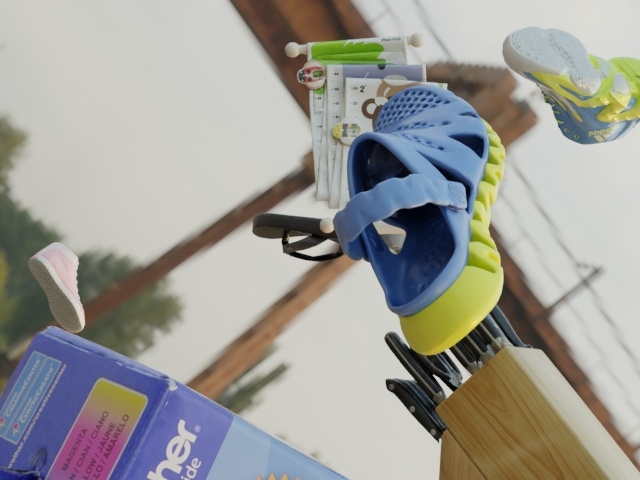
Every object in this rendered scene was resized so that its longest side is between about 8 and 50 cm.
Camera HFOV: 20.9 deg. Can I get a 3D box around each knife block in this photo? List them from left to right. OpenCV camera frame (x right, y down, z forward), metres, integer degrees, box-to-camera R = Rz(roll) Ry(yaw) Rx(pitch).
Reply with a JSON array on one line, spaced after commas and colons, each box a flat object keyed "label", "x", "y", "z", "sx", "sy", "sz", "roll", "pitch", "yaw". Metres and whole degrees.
[{"label": "knife block", "x": 0.191, "y": 0.148, "z": 1.589, "sx": 0.275, "sy": 0.242, "sz": 0.088, "roll": 3, "pitch": -3, "yaw": 30}]

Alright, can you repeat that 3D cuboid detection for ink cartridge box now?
[{"label": "ink cartridge box", "x": -0.092, "y": 0.232, "z": 1.009, "sx": 0.395, "sy": 0.270, "sz": 0.151, "roll": 33, "pitch": -12, "yaw": -37}]

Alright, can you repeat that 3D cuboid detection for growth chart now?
[{"label": "growth chart", "x": 0.063, "y": -0.112, "z": 1.816, "sx": 0.021, "sy": 0.172, "sz": 0.237, "roll": 74, "pitch": 6, "yaw": -72}]

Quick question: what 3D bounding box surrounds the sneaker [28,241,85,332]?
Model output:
[{"label": "sneaker", "x": -0.367, "y": 0.063, "z": 2.510, "sx": 0.051, "sy": 0.070, "sz": 0.134, "roll": -10, "pitch": -64, "yaw": 35}]

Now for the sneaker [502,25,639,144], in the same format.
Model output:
[{"label": "sneaker", "x": 0.294, "y": -0.166, "z": 2.027, "sx": 0.126, "sy": 0.240, "sz": 0.091, "roll": -51, "pitch": -145, "yaw": 40}]

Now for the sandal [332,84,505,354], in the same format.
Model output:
[{"label": "sandal", "x": 0.078, "y": -0.050, "z": 1.479, "sx": 0.138, "sy": 0.126, "sz": 0.317, "roll": 42, "pitch": 23, "yaw": -24}]

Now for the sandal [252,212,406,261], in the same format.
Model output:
[{"label": "sandal", "x": 0.000, "y": 0.000, "z": 2.242, "sx": 0.097, "sy": 0.054, "sz": 0.254, "roll": 11, "pitch": -3, "yaw": -42}]
